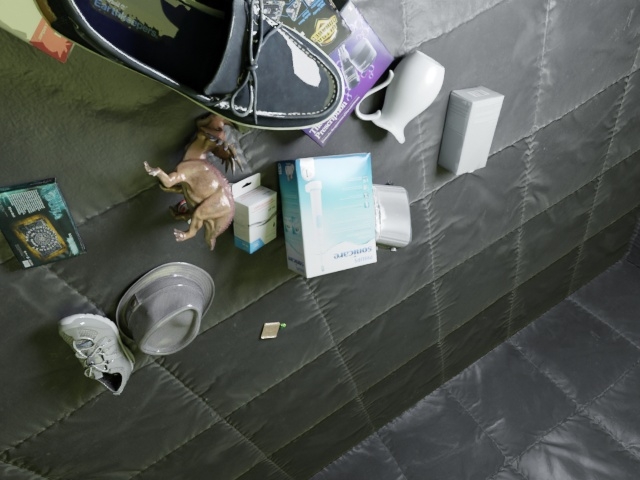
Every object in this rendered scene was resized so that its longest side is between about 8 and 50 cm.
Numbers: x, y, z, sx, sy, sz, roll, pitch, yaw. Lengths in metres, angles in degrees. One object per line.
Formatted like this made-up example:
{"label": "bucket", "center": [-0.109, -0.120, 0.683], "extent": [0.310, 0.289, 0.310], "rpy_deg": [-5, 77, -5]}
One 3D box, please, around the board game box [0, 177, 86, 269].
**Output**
{"label": "board game box", "center": [-0.587, -0.032, 0.844], "extent": [0.126, 0.026, 0.186], "rpy_deg": [-17, 131, -23]}

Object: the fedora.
{"label": "fedora", "center": [-0.401, 0.205, 1.081], "extent": [0.275, 0.124, 0.244], "rpy_deg": [-43, 136, 3]}

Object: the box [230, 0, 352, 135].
{"label": "box", "center": [-0.140, -0.404, 0.744], "extent": [0.295, 0.073, 0.293], "rpy_deg": [-41, 119, 7]}

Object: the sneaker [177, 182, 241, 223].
{"label": "sneaker", "center": [-0.261, -0.083, 0.982], "extent": [0.161, 0.075, 0.057], "rpy_deg": [-24, 133, -16]}

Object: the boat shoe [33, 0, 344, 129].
{"label": "boat shoe", "center": [-0.149, -0.288, 0.629], "extent": [0.500, 0.156, 0.187], "rpy_deg": [10, 107, -39]}

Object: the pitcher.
{"label": "pitcher", "center": [0.200, -0.379, 1.038], "extent": [0.177, 0.125, 0.207], "rpy_deg": [17, 125, -24]}

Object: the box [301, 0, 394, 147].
{"label": "box", "center": [0.011, -0.376, 0.919], "extent": [0.184, 0.103, 0.261], "rpy_deg": [31, 104, -41]}

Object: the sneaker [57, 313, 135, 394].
{"label": "sneaker", "center": [-0.563, 0.292, 1.035], "extent": [0.105, 0.115, 0.281], "rpy_deg": [-19, 133, -1]}

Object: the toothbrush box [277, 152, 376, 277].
{"label": "toothbrush box", "center": [0.020, -0.073, 1.065], "extent": [0.216, 0.126, 0.296], "rpy_deg": [-12, 103, -26]}

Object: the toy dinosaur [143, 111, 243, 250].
{"label": "toy dinosaur", "center": [-0.240, -0.114, 0.875], "extent": [0.200, 0.127, 0.296], "rpy_deg": [-20, 110, -11]}

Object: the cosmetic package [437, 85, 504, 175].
{"label": "cosmetic package", "center": [0.456, -0.334, 1.243], "extent": [0.127, 0.107, 0.238], "rpy_deg": [-17, 134, -22]}

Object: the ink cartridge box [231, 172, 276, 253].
{"label": "ink cartridge box", "center": [-0.168, -0.069, 1.040], "extent": [0.104, 0.060, 0.180], "rpy_deg": [-37, 143, -42]}

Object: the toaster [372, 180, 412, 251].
{"label": "toaster", "center": [0.179, -0.080, 1.206], "extent": [0.146, 0.129, 0.227], "rpy_deg": [3, 80, -34]}

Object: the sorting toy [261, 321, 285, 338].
{"label": "sorting toy", "center": [-0.162, 0.308, 1.397], "extent": [0.083, 0.012, 0.062], "rpy_deg": [1, 117, -30]}

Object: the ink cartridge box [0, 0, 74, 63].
{"label": "ink cartridge box", "center": [-0.463, -0.367, 0.571], "extent": [0.218, 0.158, 0.092], "rpy_deg": [24, 104, -43]}
